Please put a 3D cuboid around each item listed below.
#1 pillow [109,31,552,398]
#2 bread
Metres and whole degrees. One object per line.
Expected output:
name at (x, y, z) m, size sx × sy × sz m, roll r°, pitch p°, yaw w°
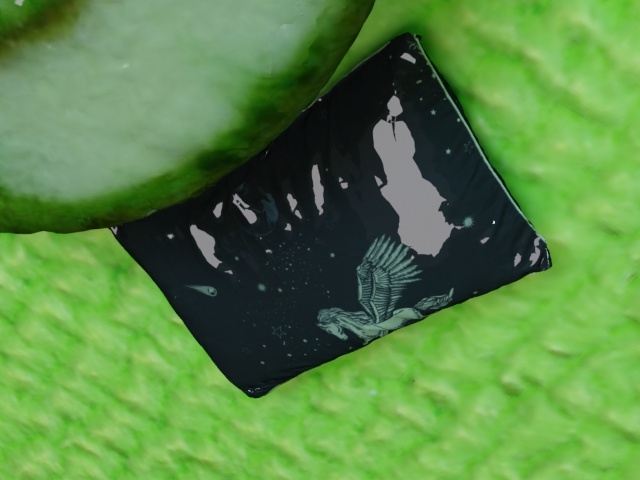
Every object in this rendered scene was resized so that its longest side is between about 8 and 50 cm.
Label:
pillow at (0.000, 0.000, 0.591) m, size 0.208 × 0.055 × 0.141 m, roll -26°, pitch 109°, yaw 31°
bread at (-0.144, -0.172, 0.401) m, size 0.366 × 0.129 × 0.381 m, roll 12°, pitch 133°, yaw 7°
